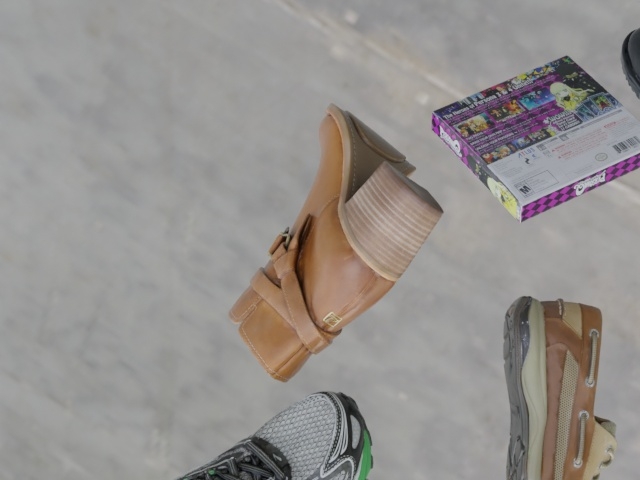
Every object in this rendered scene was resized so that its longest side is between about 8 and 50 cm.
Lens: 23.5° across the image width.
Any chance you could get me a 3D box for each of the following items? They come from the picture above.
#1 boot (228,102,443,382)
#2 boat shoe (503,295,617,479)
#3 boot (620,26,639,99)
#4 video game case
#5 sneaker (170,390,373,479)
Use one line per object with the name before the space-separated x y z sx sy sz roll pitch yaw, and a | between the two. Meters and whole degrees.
boot | 0.000 0.000 1.475 0.109 0.220 0.283 34 -167 -29
boat shoe | 0.271 0.222 1.701 0.120 0.323 0.122 -2 -173 -3
boot | 0.413 -0.201 1.624 0.207 0.094 0.246 90 160 -52
video game case | 0.302 -0.141 2.067 0.210 0.232 0.041 51 155 35
sneaker | -0.097 0.251 1.317 0.134 0.343 0.146 37 165 47
